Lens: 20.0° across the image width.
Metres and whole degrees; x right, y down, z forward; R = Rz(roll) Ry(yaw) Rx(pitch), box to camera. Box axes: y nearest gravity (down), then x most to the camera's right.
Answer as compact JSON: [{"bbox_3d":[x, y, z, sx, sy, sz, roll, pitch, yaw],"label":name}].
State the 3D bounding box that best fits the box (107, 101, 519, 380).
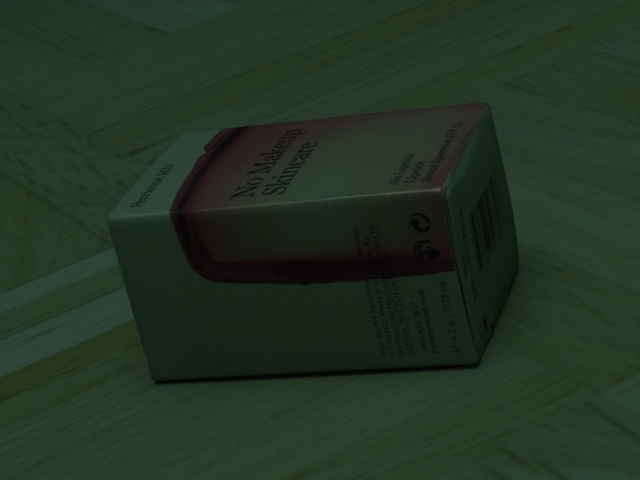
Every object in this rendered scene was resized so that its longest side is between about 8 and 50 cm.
[{"bbox_3d":[0.000,0.000,1.206,0.232,0.127,0.148,-4,25,20],"label":"box"}]
